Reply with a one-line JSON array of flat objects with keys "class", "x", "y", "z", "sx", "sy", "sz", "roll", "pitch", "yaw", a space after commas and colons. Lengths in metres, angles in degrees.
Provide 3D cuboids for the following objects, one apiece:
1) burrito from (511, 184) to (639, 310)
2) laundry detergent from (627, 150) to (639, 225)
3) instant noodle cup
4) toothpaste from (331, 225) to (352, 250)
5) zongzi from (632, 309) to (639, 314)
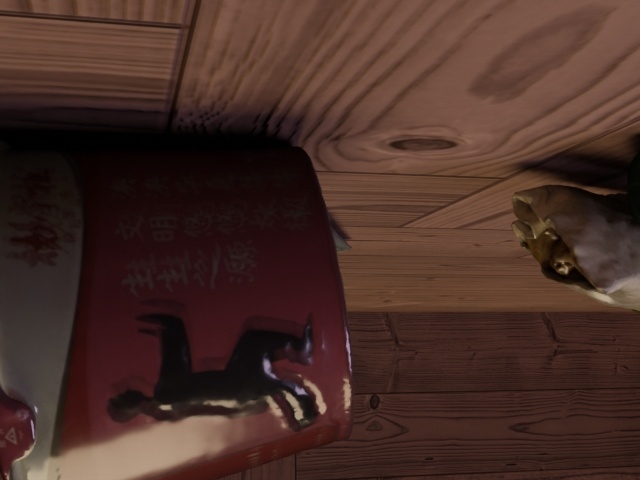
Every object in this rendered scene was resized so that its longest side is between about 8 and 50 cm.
[{"class": "burrito", "x": 0.290, "y": 0.006, "z": 0.673, "sx": 0.392, "sy": 0.117, "sz": 0.076, "roll": 2, "pitch": 130, "yaw": -39}, {"class": "laundry detergent", "x": 0.288, "y": -0.027, "z": 0.542, "sx": 0.137, "sy": 0.062, "sz": 0.211, "roll": -11, "pitch": 167, "yaw": 41}, {"class": "instant noodle cup", "x": -0.086, "y": 0.045, "z": 0.509, "sx": 0.179, "sy": 0.234, "sz": 0.235, "roll": -8, "pitch": 174, "yaw": -9}, {"class": "toothpaste", "x": 0.000, "y": 0.000, "z": 0.854, "sx": 0.052, "sy": 0.033, "sz": 0.218, "roll": 3, "pitch": 176, "yaw": 5}, {"class": "zongzi", "x": 0.515, "y": 0.090, "z": 1.200, "sx": 0.300, "sy": 0.145, "sz": 0.274, "roll": 1, "pitch": 172, "yaw": 43}]
